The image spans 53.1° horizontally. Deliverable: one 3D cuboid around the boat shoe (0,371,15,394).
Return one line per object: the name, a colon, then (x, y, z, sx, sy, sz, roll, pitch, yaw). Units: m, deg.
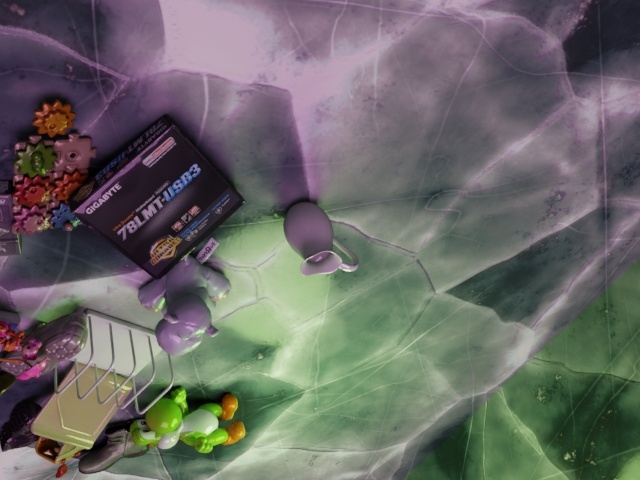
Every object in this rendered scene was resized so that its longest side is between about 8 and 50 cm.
boat shoe: (-0.910, 0.424, 1.766, 0.049, 0.056, 0.152, -45, 178, 32)

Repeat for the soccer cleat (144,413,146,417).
soccer cleat: (-0.546, 0.612, 2.168, 0.072, 0.060, 0.179, -30, 139, -28)

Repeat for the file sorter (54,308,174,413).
file sorter: (-0.581, 0.352, 1.802, 0.193, 0.173, 0.278, -43, 133, 19)

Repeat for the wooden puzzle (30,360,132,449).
wooden puzzle: (-0.711, 0.490, 1.916, 0.221, 0.044, 0.238, 39, 80, -44)

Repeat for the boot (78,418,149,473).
boot: (-0.704, 0.681, 2.156, 0.246, 0.083, 0.161, -16, 133, -18)

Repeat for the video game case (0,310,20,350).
video game case: (-0.974, 0.268, 1.586, 0.329, 0.036, 0.300, 24, 110, -46)

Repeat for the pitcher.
pitcher: (0.000, 0.000, 1.674, 0.178, 0.207, 0.125, 10, 128, -32)

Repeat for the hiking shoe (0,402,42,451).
hiking shoe: (-0.889, 0.563, 1.960, 0.114, 0.086, 0.227, 10, 135, -48)

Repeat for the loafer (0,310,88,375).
loafer: (-0.735, 0.280, 1.714, 0.319, 0.111, 0.112, -23, 133, 25)

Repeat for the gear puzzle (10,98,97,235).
gear puzzle: (-0.562, -0.146, 1.369, 0.175, 0.044, 0.339, -11, 135, -38)

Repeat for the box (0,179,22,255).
box: (-0.789, -0.042, 1.404, 0.231, 0.056, 0.183, -5, 135, -20)

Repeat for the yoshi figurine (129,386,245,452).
yoshi figurine: (-0.424, 0.584, 2.078, 0.362, 0.203, 0.203, 3, 91, -35)

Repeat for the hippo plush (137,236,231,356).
hippo plush: (-0.327, 0.174, 1.684, 0.234, 0.236, 0.294, 18, 124, -35)

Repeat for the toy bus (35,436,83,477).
toy bus: (-0.804, 0.621, 2.017, 0.104, 0.191, 0.202, 24, 133, 8)

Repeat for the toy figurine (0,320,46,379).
toy figurine: (-0.760, 0.276, 1.594, 0.159, 0.130, 0.173, 19, 91, -15)

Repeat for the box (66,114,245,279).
box: (-0.369, -0.090, 1.483, 0.295, 0.073, 0.293, -41, 137, -2)
